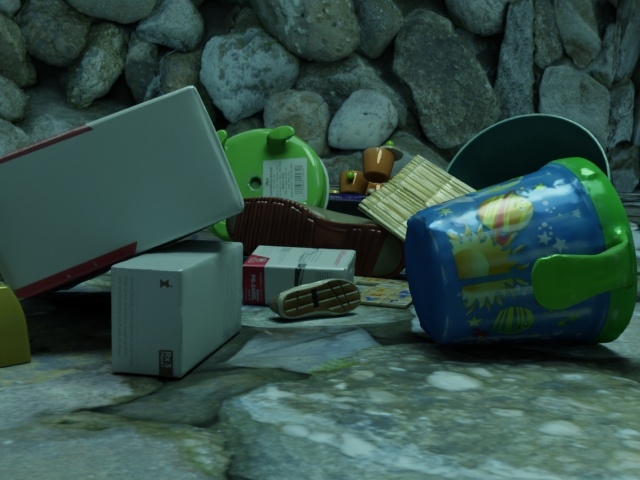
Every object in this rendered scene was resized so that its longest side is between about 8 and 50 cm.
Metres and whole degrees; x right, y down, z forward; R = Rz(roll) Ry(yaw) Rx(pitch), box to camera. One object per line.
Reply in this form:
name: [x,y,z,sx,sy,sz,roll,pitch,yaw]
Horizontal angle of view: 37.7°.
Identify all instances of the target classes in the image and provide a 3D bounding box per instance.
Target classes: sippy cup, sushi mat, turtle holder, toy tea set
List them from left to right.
turtle holder: [-0.133,-0.072,1.852,0.320,0.243,0.227,-33,-18,3]
toy tea set: [0.127,-0.145,2.230,0.200,0.124,0.336,17,-24,-18]
sushi mat: [0.213,-0.026,1.515,0.151,0.019,0.316,-38,50,-17]
sippy cup: [0.228,0.029,1.144,0.224,0.240,0.305,-10,-29,-11]

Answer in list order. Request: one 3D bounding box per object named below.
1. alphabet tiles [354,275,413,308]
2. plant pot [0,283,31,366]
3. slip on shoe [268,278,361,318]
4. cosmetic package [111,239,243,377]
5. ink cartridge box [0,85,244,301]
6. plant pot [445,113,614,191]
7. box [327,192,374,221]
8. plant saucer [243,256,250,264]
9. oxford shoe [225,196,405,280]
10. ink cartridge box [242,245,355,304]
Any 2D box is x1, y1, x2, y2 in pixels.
alphabet tiles: [0.116,0.081,1.448,0.237,0.009,0.198,4,8,18]
plant pot: [-0.361,0.086,0.987,0.081,0.083,0.081,9,11,42]
slip on shoe: [-0.007,0.082,1.274,0.135,0.052,0.041,-11,2,-35]
cosmetic package: [-0.156,0.069,1.058,0.085,0.117,0.231,3,6,12]
ink cartridge box: [-0.272,-0.049,1.213,0.279,0.160,0.384,-24,3,-11]
plant pot: [0.368,-0.041,1.593,0.290,0.290,0.195,7,-20,34]
box: [0.074,-0.050,2.088,0.261,0.103,0.184,3,5,12]
plant saucer: [-0.079,0.048,1.485,0.119,0.021,0.119,6,-12,1]
oxford shoe: [0.000,0.000,1.660,0.348,0.123,0.130,16,9,19]
ink cartridge box: [-0.029,0.052,1.368,0.150,0.063,0.109,3,14,9]
